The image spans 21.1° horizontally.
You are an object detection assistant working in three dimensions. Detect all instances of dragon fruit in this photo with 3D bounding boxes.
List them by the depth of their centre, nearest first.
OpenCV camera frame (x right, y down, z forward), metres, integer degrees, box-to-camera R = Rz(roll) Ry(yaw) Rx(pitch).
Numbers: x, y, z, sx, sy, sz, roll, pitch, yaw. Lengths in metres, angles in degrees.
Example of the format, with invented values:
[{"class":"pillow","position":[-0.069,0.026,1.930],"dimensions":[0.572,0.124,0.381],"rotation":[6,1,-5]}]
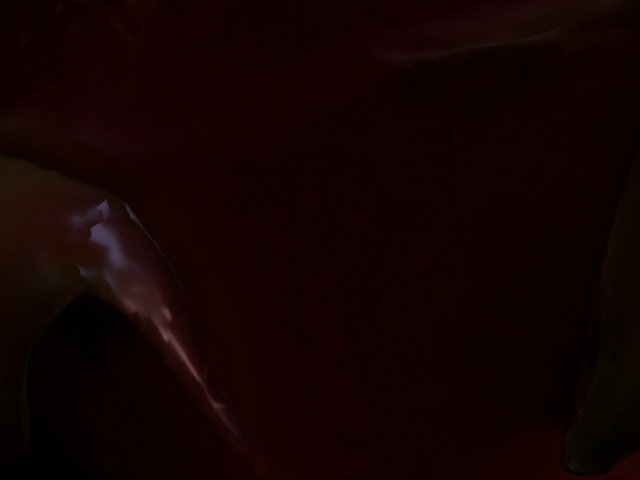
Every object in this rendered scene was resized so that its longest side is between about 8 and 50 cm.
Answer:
[{"class":"dragon fruit","position":[0.000,0.000,0.451],"dimensions":[0.290,0.189,0.290],"rotation":[46,-6,7]}]
